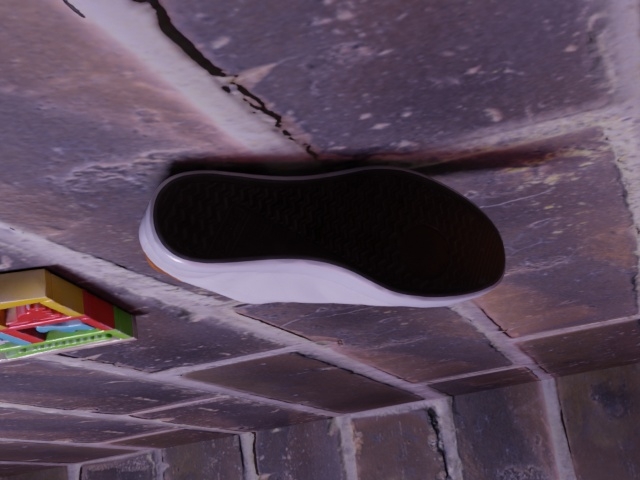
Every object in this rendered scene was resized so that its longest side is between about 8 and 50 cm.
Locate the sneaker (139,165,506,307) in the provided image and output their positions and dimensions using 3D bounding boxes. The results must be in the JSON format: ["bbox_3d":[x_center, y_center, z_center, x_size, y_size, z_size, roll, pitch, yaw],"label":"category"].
[{"bbox_3d":[0.000,0.000,0.822,0.290,0.106,0.123,8,164,-16],"label":"sneaker"}]

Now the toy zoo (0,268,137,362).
[{"bbox_3d":[-0.324,0.080,1.038,0.192,0.030,0.293,-10,164,7],"label":"toy zoo"}]
